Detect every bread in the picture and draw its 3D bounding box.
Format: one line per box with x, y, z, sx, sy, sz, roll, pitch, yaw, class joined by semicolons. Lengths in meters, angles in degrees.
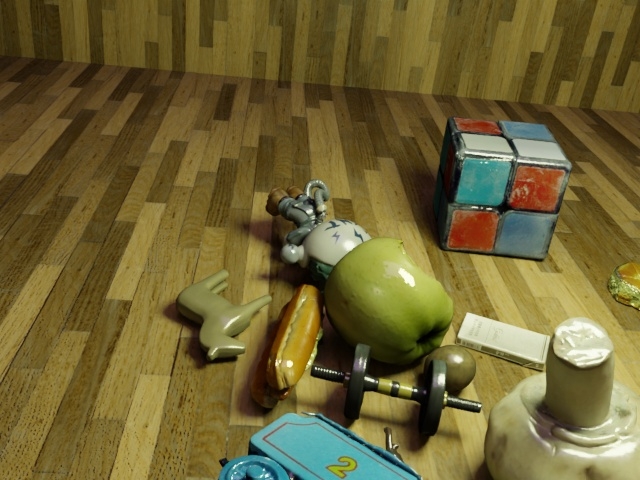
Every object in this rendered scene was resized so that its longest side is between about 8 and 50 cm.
0.835;0.122;1.763;0.140;0.069;0.128;33;39;33;bread

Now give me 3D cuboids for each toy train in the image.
-0.008;0.405;0.978;0.300;0.188;0.265;23;28;32;toy train

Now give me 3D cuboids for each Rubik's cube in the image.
0.511;-0.159;1.944;0.314;0.318;0.316;6;28;2;Rubik's cube

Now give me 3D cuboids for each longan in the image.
0.264;0.264;1.373;0.106;0.106;0.119;1;-10;-10;longan

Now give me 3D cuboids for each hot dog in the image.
-0.050;0.206;1.370;0.100;0.135;0.337;29;30;-4;hot dog

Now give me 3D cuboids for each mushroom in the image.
0.433;0.295;1.105;0.315;0.336;0.314;-4;31;2;mushroom

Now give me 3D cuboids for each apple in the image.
0.140;0.130;1.418;0.279;0.279;0.279;5;29;-3;apple

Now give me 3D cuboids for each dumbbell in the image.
0.140;0.281;1.258;0.326;0.143;0.143;11;29;6;dumbbell

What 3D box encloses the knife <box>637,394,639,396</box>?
0.723;0.342;1.410;0.170;0.010;0.023;10;35;2;knife

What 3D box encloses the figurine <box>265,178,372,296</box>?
-0.003;0.002;1.690;0.261;0.186;0.382;-20;43;-30;figurine

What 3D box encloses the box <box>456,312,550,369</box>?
0.419;0.229;1.526;0.198;0.029;0.109;16;31;18;box

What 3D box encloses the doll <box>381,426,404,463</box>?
0.095;0.395;1.140;0.139;0.057;0.165;4;34;-11;doll

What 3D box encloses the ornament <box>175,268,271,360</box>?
-0.220;0.167;1.466;0.230;0.061;0.245;25;33;26;ornament
